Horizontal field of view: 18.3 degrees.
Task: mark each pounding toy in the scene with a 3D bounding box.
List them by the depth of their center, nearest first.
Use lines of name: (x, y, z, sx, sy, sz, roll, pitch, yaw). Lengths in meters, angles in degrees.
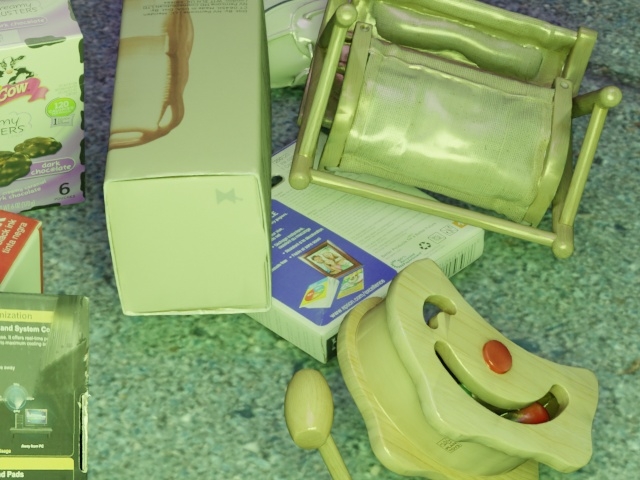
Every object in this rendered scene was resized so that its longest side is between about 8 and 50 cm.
pounding toy: (0.076, 0.123, 1.570, 0.269, 0.155, 0.154, 19, 48, -32)

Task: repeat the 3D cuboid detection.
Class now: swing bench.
swing bench: (0.115, -0.124, 1.770, 0.253, 0.165, 0.255, 15, 17, -3)

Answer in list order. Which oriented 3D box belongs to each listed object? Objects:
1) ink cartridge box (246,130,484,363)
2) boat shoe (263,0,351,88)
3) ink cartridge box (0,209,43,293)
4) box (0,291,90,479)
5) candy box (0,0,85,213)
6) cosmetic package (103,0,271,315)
ink cartridge box: (0.000, 0.000, 1.748, 0.208, 0.045, 0.206, 33, 50, 32)
boat shoe: (-0.005, -0.195, 1.913, 0.258, 0.095, 0.084, -30, 51, -30)
ink cartridge box: (-0.362, 0.051, 1.551, 0.273, 0.197, 0.114, 15, 45, 8)
box: (-0.347, 0.186, 1.298, 0.395, 0.097, 0.318, 3, 83, -29)
candy box: (-0.292, -0.112, 1.724, 0.165, 0.196, 0.070, -10, 47, -16)
cosmetic package: (-0.108, -0.086, 1.703, 0.129, 0.153, 0.296, -3, 38, 0)
